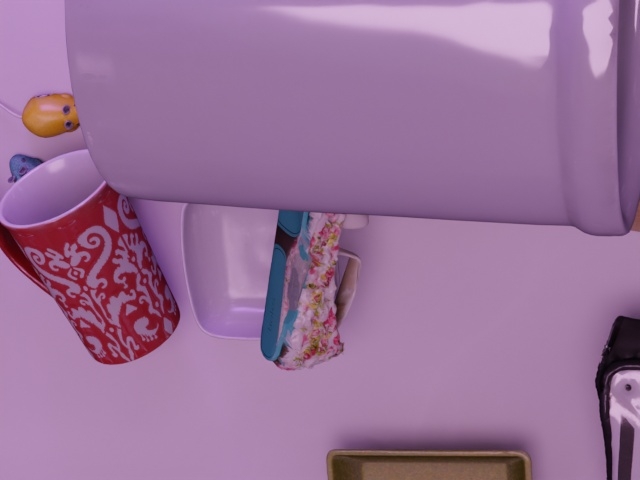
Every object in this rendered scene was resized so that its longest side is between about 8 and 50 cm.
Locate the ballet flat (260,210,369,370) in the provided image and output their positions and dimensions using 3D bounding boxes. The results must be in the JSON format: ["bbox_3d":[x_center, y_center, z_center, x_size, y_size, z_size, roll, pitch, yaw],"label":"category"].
[{"bbox_3d":[0.000,0.000,1.602,0.077,0.091,0.241,1,115,-20],"label":"ballet flat"}]

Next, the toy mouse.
[{"bbox_3d":[-0.231,-0.062,1.703,0.161,0.031,0.143,1,107,12],"label":"toy mouse"}]

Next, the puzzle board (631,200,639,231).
[{"bbox_3d":[0.272,-0.056,1.608,0.128,0.011,0.096,10,110,10],"label":"puzzle board"}]

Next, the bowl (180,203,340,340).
[{"bbox_3d":[-0.050,0.016,1.677,0.142,0.053,0.142,-3,106,12],"label":"bowl"}]

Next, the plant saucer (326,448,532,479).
[{"bbox_3d":[0.108,0.272,1.727,0.188,0.045,0.188,-1,107,13],"label":"plant saucer"}]

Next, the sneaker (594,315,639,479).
[{"bbox_3d":[0.377,0.098,1.532,0.257,0.169,0.447,28,120,2],"label":"sneaker"}]

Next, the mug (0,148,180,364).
[{"bbox_3d":[-0.208,0.013,1.680,0.113,0.150,0.169,-36,121,-16],"label":"mug"}]

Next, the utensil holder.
[{"bbox_3d":[0.043,-0.170,1.382,0.385,0.327,0.328,2,107,14],"label":"utensil holder"}]
